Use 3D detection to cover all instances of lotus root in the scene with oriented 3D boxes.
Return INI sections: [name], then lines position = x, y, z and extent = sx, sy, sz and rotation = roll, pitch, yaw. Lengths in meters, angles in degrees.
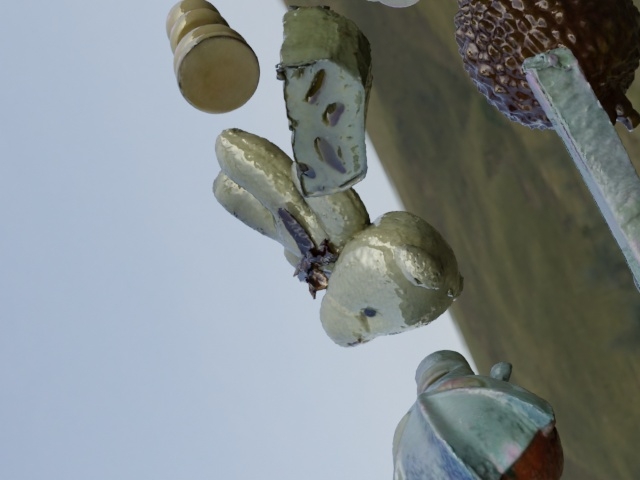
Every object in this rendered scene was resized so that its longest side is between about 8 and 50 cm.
[lotus root]
position = 0.010, -0.132, 1.128
extent = 0.143, 0.070, 0.144
rotation = 77, -169, -50

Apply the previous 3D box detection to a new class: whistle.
[whistle]
position = 0.125, 0.167, 1.182
extent = 0.134, 0.142, 0.346
rotation = 25, -172, -4

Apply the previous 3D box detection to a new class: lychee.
[lychee]
position = 0.254, -0.206, 1.472
extent = 0.238, 0.200, 0.200
rotation = 43, -168, 9

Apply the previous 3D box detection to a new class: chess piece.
[chess piece]
position = -0.128, -0.220, 1.533
extent = 0.094, 0.094, 0.170
rotation = 56, -174, -36

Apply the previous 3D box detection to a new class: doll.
[doll]
position = 0.000, 0.003, 1.356
extent = 0.278, 0.149, 0.175
rotation = 33, -175, 15

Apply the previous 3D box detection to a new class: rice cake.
[rice cake]
position = 0.190, -0.027, 0.879
extent = 0.211, 0.034, 0.043
rotation = 61, -174, -7

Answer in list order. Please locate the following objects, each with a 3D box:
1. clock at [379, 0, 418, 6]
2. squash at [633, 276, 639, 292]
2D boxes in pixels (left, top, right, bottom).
[clock]
position = 0.082, -0.413, 1.671
extent = 0.194, 0.100, 0.195
rotation = 66, -158, -52
[squash]
position = 0.468, -0.001, 1.364
extent = 0.310, 0.309, 0.310
rotation = -169, 90, -89
